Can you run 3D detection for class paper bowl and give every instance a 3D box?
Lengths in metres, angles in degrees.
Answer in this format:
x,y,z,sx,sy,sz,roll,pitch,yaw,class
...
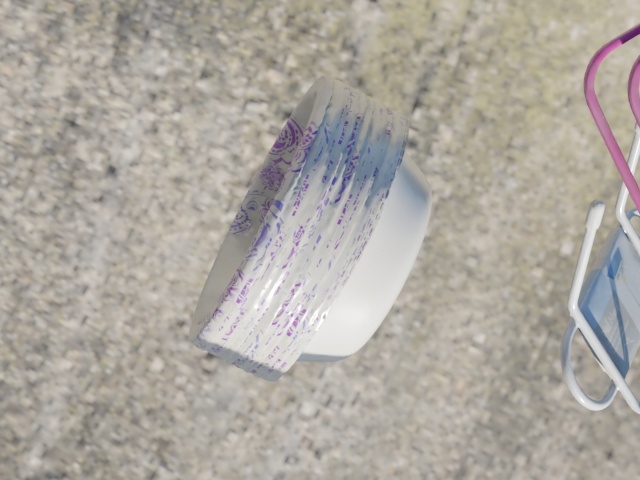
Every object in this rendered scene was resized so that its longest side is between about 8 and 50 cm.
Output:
x,y,z,sx,sy,sz,roll,pitch,yaw,class
0.000,0.000,1.403,0.148,0.284,0.284,26,87,-10,paper bowl

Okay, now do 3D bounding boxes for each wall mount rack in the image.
x,y,z,sx,sy,sz,roll,pitch,yaw,class
0.383,0.028,1.805,0.304,0.130,0.350,56,42,-20,wall mount rack

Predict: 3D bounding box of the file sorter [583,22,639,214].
x,y,z,sx,sy,sz,roll,pitch,yaw,class
0.314,-0.070,0.887,0.202,0.290,0.182,-32,103,-9,file sorter
